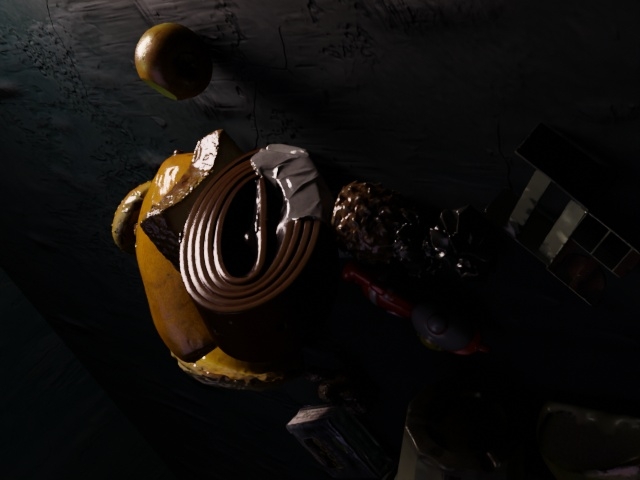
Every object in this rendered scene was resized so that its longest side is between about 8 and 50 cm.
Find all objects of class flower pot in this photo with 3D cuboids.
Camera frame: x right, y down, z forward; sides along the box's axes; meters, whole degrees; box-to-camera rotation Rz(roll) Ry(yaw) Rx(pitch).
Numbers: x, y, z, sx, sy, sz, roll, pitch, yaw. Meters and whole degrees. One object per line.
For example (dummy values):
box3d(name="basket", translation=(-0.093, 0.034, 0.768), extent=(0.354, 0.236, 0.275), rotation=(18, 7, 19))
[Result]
box3d(name="flower pot", translation=(0.221, 0.371, 1.680), extent=(0.290, 0.290, 0.259), rotation=(28, 141, 31))

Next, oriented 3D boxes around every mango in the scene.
box3d(name="mango", translation=(-0.225, 0.028, 1.775), extent=(0.187, 0.144, 0.359), rotation=(5, 94, 31))

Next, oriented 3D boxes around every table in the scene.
box3d(name="table", translation=(0.280, -0.025, 1.180), extent=(0.175, 0.062, 0.146), rotation=(39, 155, 12))

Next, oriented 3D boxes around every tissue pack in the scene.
box3d(name="tissue pack", translation=(0.039, 0.429, 2.248), extent=(0.173, 0.073, 0.235), rotation=(49, 155, -7))

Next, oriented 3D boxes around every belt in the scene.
box3d(name="belt", translation=(-0.081, 0.008, 1.493), extent=(0.217, 0.339, 0.122), rotation=(-11, 132, 13))

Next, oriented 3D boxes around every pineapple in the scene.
box3d(name="pineapple", translation=(0.127, -0.006, 1.403), extent=(0.237, 0.111, 0.119), rotation=(18, 175, 30))

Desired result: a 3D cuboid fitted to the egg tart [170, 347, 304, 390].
box3d(name="egg tart", translation=(-0.155, 0.190, 2.002), extent=(0.288, 0.288, 0.118), rotation=(26, 113, 34))

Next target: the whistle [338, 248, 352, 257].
box3d(name="whistle", translation=(0.000, 0.000, 1.647), extent=(0.062, 0.062, 0.312), rotation=(53, 154, -19))

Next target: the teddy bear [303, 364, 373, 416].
box3d(name="teddy bear", translation=(0.050, 0.277, 2.002), extent=(0.160, 0.078, 0.119), rotation=(37, -176, -42))

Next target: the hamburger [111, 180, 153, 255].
box3d(name="hamburger", translation=(-0.296, -0.027, 1.939), extent=(0.113, 0.185, 0.177), rotation=(29, 107, 20))

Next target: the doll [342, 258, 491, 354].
box3d(name="doll", translation=(0.146, 0.102, 1.560), extent=(0.245, 0.076, 0.142), rotation=(34, -174, 21))

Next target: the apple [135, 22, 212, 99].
box3d(name="apple", translation=(-0.211, -0.259, 1.518), extent=(0.114, 0.099, 0.102), rotation=(30, 174, -36))

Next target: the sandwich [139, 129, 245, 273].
box3d(name="sandwich", translation=(-0.167, -0.040, 1.649), extent=(0.065, 0.215, 0.186), rotation=(-13, 122, 42))

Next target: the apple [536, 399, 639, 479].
box3d(name="apple", translation=(0.417, 0.327, 1.465), extent=(0.193, 0.120, 0.265), rotation=(51, 158, -22))
